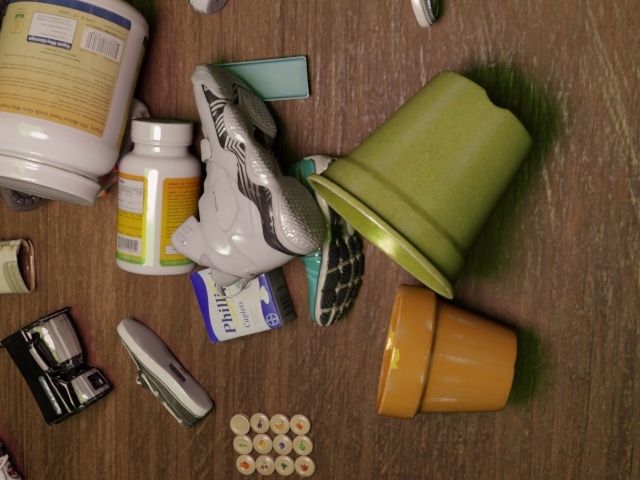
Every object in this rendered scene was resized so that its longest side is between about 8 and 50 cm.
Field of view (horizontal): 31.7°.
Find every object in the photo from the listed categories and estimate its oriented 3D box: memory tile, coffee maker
[{"bbox_3d":[-0.082,0.350,1.938,0.148,0.012,0.113,-3,98,19],"label":"memory tile"},{"bbox_3d":[-0.477,0.231,2.008,0.171,0.120,0.178,-29,88,44],"label":"coffee maker"}]

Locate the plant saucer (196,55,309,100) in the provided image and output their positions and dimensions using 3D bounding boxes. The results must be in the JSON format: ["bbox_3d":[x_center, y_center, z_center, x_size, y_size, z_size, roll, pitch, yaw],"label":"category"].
[{"bbox_3d":[-0.109,-0.259,1.838,0.192,0.018,0.067,-2,99,20],"label":"plant saucer"}]

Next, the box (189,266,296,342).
[{"bbox_3d":[-0.129,0.093,1.877,0.137,0.072,0.126,-16,93,21],"label":"box"}]

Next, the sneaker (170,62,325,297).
[{"bbox_3d":[-0.155,-0.092,1.776,0.210,0.137,0.366,-37,69,23],"label":"sneaker"}]

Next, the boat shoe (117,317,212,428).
[{"bbox_3d":[-0.284,0.232,1.951,0.070,0.078,0.219,-43,86,19],"label":"boat shoe"}]

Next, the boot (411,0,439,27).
[{"bbox_3d":[0.178,-0.418,1.685,0.086,0.069,0.190,-4,96,22],"label":"boot"}]

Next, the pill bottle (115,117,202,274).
[{"bbox_3d":[-0.265,-0.075,1.859,0.136,0.136,0.245,8,102,17],"label":"pill bottle"}]

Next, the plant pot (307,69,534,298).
[{"bbox_3d":[0.166,-0.098,1.647,0.276,0.276,0.254,40,86,8],"label":"plant pot"}]

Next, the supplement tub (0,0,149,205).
[{"bbox_3d":[-0.414,-0.231,1.791,0.228,0.228,0.316,11,82,17],"label":"supplement tub"}]

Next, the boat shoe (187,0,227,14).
[{"bbox_3d":[-0.141,-0.515,1.748,0.119,0.121,0.335,36,111,5],"label":"boat shoe"}]

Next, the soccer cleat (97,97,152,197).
[{"bbox_3d":[-0.360,-0.158,1.918,0.076,0.068,0.196,36,101,15],"label":"soccer cleat"}]

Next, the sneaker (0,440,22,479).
[{"bbox_3d":[-0.625,0.406,2.088,0.146,0.122,0.330,0,99,0],"label":"sneaker"}]

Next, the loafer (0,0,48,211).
[{"bbox_3d":[-0.529,-0.230,1.942,0.130,0.134,0.366,-5,88,46],"label":"loafer"}]

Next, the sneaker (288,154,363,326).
[{"bbox_3d":[0.000,0.000,1.819,0.110,0.107,0.275,0,95,37],"label":"sneaker"}]

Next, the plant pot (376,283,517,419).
[{"bbox_3d":[0.196,0.183,1.729,0.188,0.205,0.205,11,103,1],"label":"plant pot"}]

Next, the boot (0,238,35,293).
[{"bbox_3d":[-0.603,0.004,2.019,0.165,0.077,0.213,-8,102,20],"label":"boot"}]
